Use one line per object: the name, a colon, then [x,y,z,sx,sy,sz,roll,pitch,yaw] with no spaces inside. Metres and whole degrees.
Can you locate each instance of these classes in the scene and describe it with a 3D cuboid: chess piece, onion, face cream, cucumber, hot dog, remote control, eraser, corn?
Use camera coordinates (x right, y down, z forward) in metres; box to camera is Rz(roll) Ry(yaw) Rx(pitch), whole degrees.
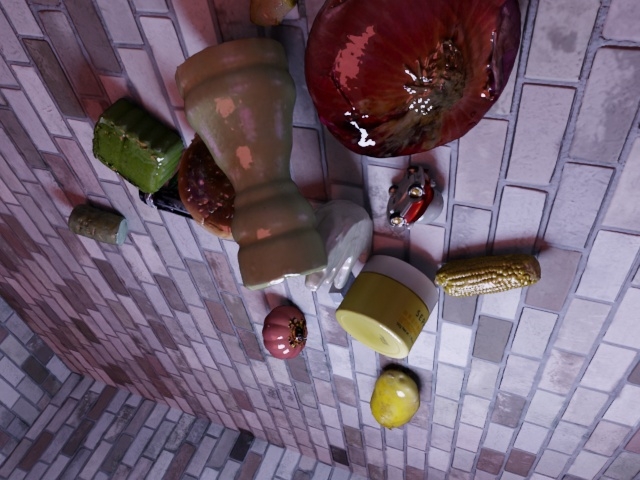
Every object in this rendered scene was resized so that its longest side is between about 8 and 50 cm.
chess piece: [-0.119,-0.134,1.005,0.234,0.234,0.442,-17,88,42]
onion: [0.132,-0.307,0.825,0.347,0.285,0.348,-14,143,-11]
face cream: [0.173,0.175,1.353,0.218,0.179,0.218,29,156,14]
cucumber: [-0.387,-0.182,1.436,0.036,0.033,0.184,23,148,-25]
hot dog: [-0.074,-0.439,0.921,0.169,0.061,0.078,-4,103,62]
remote control: [-0.433,-0.105,1.523,0.265,0.066,0.090,13,137,18]
eraser: [0.093,0.189,1.531,0.046,0.092,0.212,-1,135,31]
corn: [0.389,0.082,1.229,0.261,0.097,0.097,-13,127,41]

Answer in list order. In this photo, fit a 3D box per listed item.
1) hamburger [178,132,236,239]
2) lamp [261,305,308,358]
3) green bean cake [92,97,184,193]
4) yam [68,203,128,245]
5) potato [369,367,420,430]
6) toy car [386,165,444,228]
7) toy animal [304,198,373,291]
hamburger: [-0.214,-0.143,1.228,0.243,0.286,0.146,-18,173,7]
lamp: [-0.111,0.305,1.721,0.140,0.182,0.182,-9,130,34]
green bean cake: [-0.482,-0.243,1.353,0.214,0.113,0.200,34,143,-7]
yam: [-0.739,-0.049,1.741,0.194,0.107,0.107,16,141,12]
potato: [0.264,0.566,1.833,0.173,0.140,0.300,25,138,14]
toy car: [0.218,-0.087,1.136,0.112,0.112,0.139,20,135,-15]
toy animal: [0.000,0.000,1.220,0.188,0.308,0.266,34,141,14]
